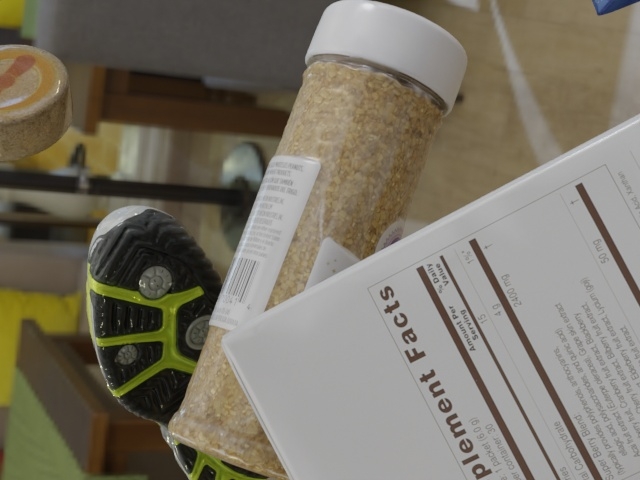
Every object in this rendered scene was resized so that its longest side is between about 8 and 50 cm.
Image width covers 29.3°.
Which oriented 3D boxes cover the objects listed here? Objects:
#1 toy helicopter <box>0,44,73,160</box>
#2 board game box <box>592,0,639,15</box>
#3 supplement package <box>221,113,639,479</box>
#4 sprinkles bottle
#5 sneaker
[{"bbox_3d":[-0.307,-0.030,0.708,0.235,0.355,0.140,50,154,39],"label":"toy helicopter"},{"bbox_3d":[0.066,-0.108,0.284,0.090,0.020,0.090,112,136,-83],"label":"board game box"},{"bbox_3d":[0.125,0.058,0.710,0.175,0.293,0.177,63,-168,3],"label":"supplement package"},{"bbox_3d":[0.000,0.000,0.928,0.121,0.121,0.355,2,70,63],"label":"sprinkles bottle"},{"bbox_3d":[-0.154,0.109,1.234,0.147,0.145,0.384,48,160,45],"label":"sneaker"}]
